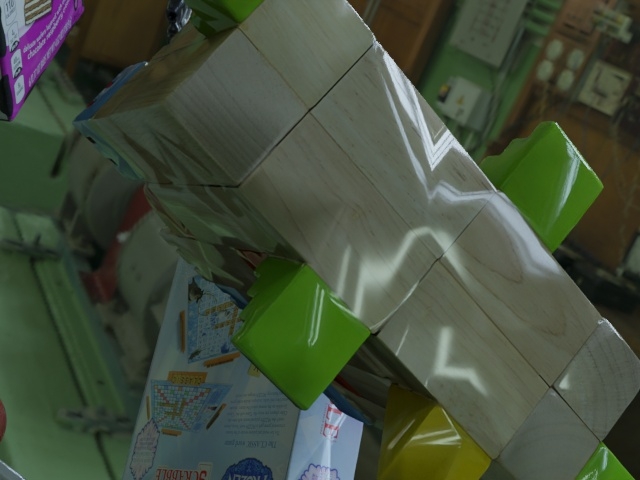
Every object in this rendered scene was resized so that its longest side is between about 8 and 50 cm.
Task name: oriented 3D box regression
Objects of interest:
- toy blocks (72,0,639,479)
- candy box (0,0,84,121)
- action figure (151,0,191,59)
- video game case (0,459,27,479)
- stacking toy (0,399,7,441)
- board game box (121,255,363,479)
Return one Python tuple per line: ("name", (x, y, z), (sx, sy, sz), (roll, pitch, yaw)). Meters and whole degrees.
("toy blocks", (0.000, 0.000, 0.576), (0.381, 0.191, 0.261), (47, -16, -21))
("candy box", (-0.218, -0.220, 0.644), (0.071, 0.233, 0.159), (10, 43, 2))
("action figure", (-0.082, -0.238, 0.948), (0.164, 0.141, 0.276), (13, -27, 2))
("video game case", (-0.217, 0.169, 0.564), (0.087, 0.122, 0.011), (43, 18, -15))
("stacking toy", (-0.437, 0.225, 0.930), (0.279, 0.309, 0.130), (-31, 79, -32))
("board game box", (-0.065, 0.109, 0.897), (0.066, 0.318, 0.318), (22, -20, -28))
